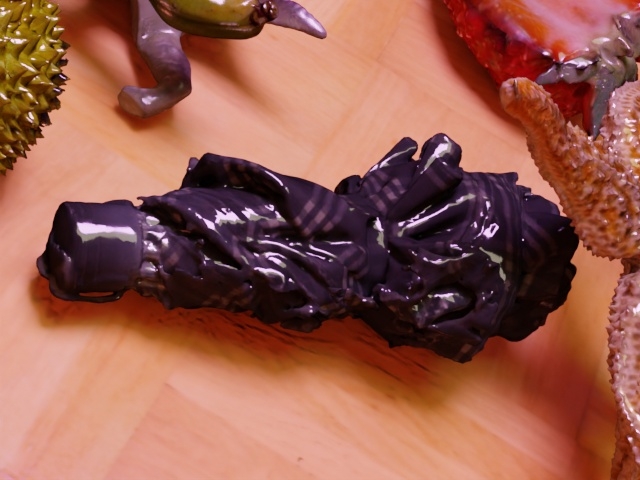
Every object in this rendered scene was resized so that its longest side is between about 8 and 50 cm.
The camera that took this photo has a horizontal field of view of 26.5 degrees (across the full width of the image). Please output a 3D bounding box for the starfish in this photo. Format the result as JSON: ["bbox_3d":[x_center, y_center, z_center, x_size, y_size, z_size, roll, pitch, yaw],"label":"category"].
[{"bbox_3d":[0.201,0.043,0.833,0.301,0.084,0.293,-10,94,-64],"label":"starfish"}]

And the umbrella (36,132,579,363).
[{"bbox_3d":[0.000,-0.010,0.846,0.336,0.128,0.154,11,48,-18],"label":"umbrella"}]

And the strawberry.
[{"bbox_3d":[0.165,-0.185,1.131,0.228,0.098,0.174,32,57,17],"label":"strawberry"}]

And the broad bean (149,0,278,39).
[{"bbox_3d":[-0.135,-0.206,0.889,0.256,0.053,0.052,40,25,13],"label":"broad bean"}]

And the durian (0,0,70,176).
[{"bbox_3d":[-0.224,-0.123,0.794,0.159,0.146,0.198,12,50,-24],"label":"durian"}]

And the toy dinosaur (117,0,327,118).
[{"bbox_3d":[-0.137,-0.203,0.972,0.162,0.077,0.294,-31,69,-37],"label":"toy dinosaur"}]
